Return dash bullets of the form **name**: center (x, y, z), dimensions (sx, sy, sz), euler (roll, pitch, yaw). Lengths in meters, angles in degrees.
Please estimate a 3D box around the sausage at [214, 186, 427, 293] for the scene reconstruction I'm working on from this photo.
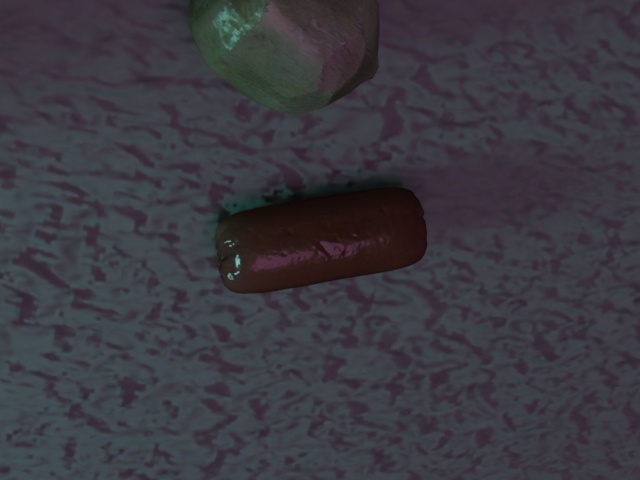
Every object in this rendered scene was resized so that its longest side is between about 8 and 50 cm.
- **sausage**: center (0.000, 0.000, 0.763), dimensions (0.154, 0.062, 0.062), euler (-10, 124, -13)

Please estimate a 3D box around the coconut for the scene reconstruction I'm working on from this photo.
- **coconut**: center (-0.015, -0.133, 0.655), dimensions (0.124, 0.110, 0.110), euler (30, 108, -29)
